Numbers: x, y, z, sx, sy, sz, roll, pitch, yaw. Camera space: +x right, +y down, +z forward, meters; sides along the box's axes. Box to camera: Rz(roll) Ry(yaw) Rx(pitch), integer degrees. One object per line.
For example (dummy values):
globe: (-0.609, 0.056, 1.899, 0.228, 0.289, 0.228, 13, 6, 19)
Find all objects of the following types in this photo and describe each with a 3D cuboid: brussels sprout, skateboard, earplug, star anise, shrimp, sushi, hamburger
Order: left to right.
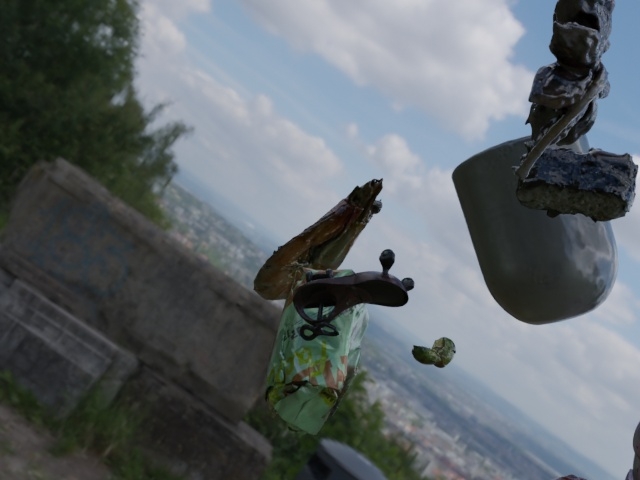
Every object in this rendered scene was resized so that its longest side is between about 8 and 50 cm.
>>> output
hamburger: (-0.012, 0.162, 1.217, 0.125, 0.214, 0.235, 20, -24, 3)
shrimp: (0.001, 0.001, 1.441, 0.154, 0.294, 0.062, 10, 38, -52)
skateboard: (0.033, 0.071, 1.057, 0.151, 0.080, 0.067, -14, -43, 26)
brussels sprout: (0.196, 0.196, 1.545, 0.083, 0.046, 0.051, -11, 54, -32)
earplug: (0.493, -0.016, 1.987, 0.312, 0.313, 0.394, 47, 27, -77)
star anise: (0.300, -0.194, 1.066, 0.081, 0.262, 0.230, 16, -6, 21)
sushi: (0.477, -0.107, 1.669, 0.213, 0.115, 0.147, 6, -26, 20)

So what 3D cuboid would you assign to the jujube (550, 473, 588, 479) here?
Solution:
jujube: (0.367, 0.447, 1.331, 0.155, 0.155, 0.230, 34, -31, 34)

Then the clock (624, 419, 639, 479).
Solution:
clock: (0.503, 0.245, 1.140, 0.113, 0.295, 0.322, 30, -20, 41)
